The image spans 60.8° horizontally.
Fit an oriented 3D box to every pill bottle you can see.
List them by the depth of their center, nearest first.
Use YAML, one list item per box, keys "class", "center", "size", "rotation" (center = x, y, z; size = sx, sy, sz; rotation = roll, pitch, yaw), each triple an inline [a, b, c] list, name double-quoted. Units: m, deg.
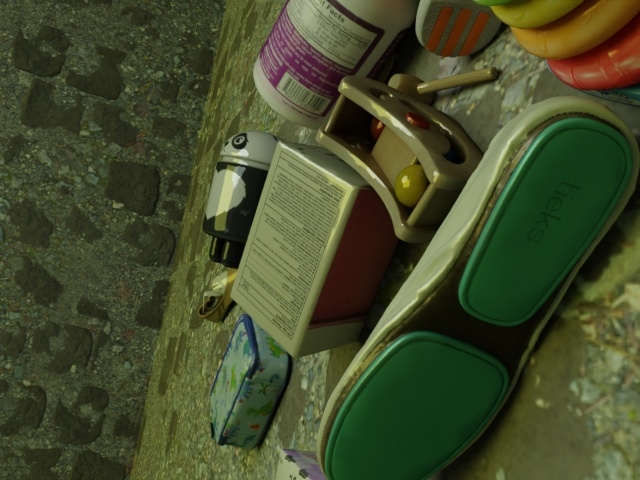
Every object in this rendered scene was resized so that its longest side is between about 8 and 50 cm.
- class: "pill bottle"
  center: [0.034, -0.320, 0.792]
  size: [0.301, 0.169, 0.169]
  rotation: [-48, 35, 42]

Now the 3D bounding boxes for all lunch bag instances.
- class: "lunch bag"
  center: [-0.138, 0.259, 1.018]
  size: [0.176, 0.090, 0.219]
  rotation: [-116, 46, -61]

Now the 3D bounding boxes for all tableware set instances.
- class: "tableware set"
  center: [0.070, -0.236, 0.892]
  size: [0.141, 0.020, 0.169]
  rotation: [35, 108, 63]

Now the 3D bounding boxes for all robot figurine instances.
- class: "robot figurine"
  center: [-0.142, -0.081, 1.101]
  size: [0.173, 0.209, 0.278]
  rotation: [11, -87, -74]

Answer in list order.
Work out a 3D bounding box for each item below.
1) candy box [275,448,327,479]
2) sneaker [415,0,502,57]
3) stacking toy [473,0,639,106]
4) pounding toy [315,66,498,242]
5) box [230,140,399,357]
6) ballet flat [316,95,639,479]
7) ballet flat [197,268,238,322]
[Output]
- class: "candy box"
  center: [-0.018, 0.371, 0.657]
  size: [0.165, 0.070, 0.196]
  rotation: [149, 131, -72]
- class: "sneaker"
  center: [0.168, -0.359, 0.543]
  size: [0.321, 0.124, 0.180]
  rotation: [119, 158, -60]
- class: "stacking toy"
  center: [0.134, -0.212, 0.353]
  size: [0.166, 0.301, 0.175]
  rotation: [-69, 24, 18]
- class: "pounding toy"
  center: [0.098, -0.133, 0.590]
  size: [0.155, 0.154, 0.270]
  rotation: [-62, 27, 31]
- class: "box"
  center: [0.000, 0.008, 0.709]
  size: [0.148, 0.126, 0.233]
  rotation: [36, 116, 37]
- class: "ballet flat"
  center: [0.123, 0.060, 0.489]
  size: [0.400, 0.139, 0.139]
  rotation: [-63, 26, 20]
- class: "ballet flat"
  center: [-0.251, 0.134, 1.375]
  size: [0.232, 0.073, 0.080]
  rotation: [-57, 30, 38]
